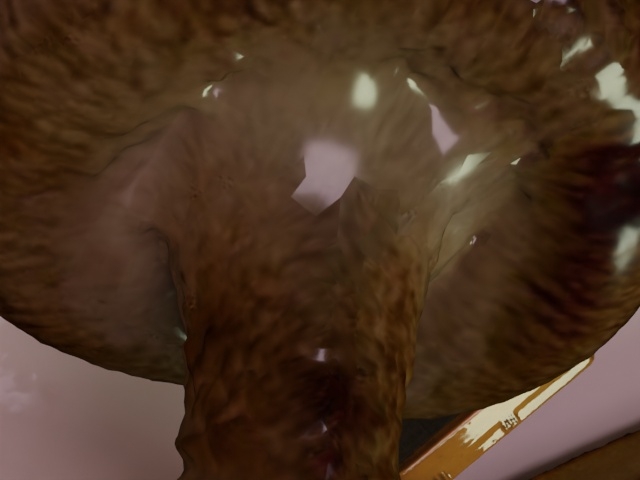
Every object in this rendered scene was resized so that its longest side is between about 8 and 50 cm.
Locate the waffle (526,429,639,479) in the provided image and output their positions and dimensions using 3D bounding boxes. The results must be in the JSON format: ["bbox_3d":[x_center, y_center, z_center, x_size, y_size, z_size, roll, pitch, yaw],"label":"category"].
[{"bbox_3d":[0.198,0.220,0.816,0.308,0.091,0.212,-21,107,-8],"label":"waffle"}]

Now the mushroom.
[{"bbox_3d":[-0.017,-0.013,0.593,0.331,0.356,0.334,31,129,-3],"label":"mushroom"}]

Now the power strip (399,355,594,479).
[{"bbox_3d":[0.075,0.098,0.780,0.178,0.049,0.028,-39,115,-3],"label":"power strip"}]
